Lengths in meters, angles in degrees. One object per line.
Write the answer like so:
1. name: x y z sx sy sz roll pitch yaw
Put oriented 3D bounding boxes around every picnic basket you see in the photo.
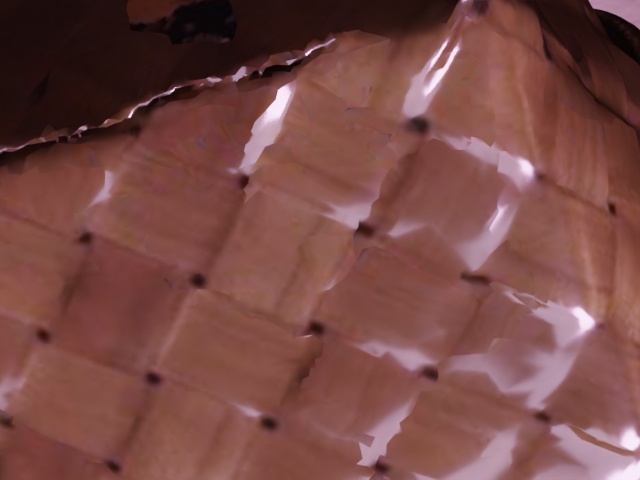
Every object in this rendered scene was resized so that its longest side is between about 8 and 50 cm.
1. picnic basket: 0.000 0.000 0.633 0.293 0.337 0.337 -18 166 15
